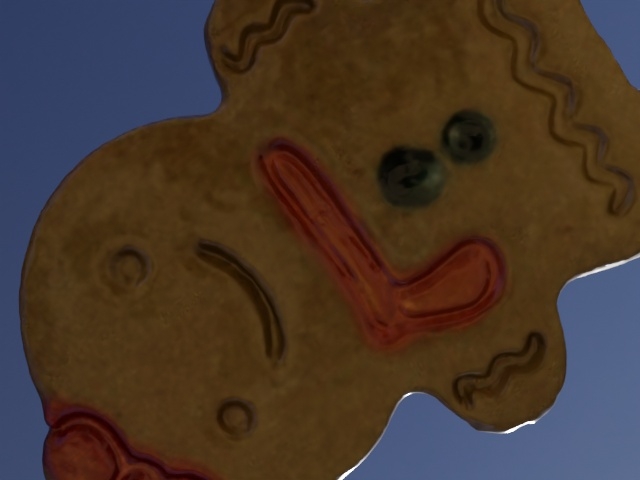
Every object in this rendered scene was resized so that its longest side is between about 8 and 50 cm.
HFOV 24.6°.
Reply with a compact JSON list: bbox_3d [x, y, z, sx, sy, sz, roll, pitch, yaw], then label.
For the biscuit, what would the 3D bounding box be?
[{"bbox_3d":[0.000,0.000,0.456,0.225,0.036,0.166,-32,-89,3],"label":"biscuit"}]
